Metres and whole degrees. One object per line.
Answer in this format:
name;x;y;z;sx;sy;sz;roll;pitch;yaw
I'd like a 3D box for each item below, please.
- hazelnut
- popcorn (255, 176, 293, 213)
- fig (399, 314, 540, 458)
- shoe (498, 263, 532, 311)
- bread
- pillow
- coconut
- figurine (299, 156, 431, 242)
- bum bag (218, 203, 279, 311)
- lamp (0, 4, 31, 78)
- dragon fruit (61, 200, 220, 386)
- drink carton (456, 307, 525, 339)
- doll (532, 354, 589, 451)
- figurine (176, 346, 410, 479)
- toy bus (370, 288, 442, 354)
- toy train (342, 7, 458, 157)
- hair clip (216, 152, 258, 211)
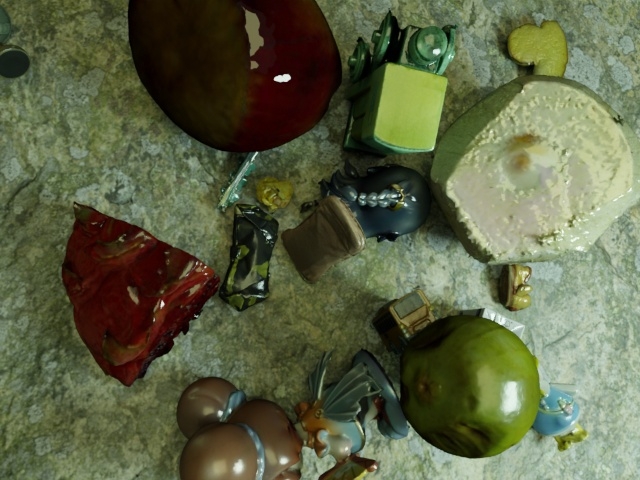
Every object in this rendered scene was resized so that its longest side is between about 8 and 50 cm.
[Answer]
hazelnut;-0.169;-0.373;0.961;0.429;0.402;0.402;45;75;3
popcorn;-0.102;-0.095;1.067;0.084;0.084;0.084;2;79;-10
fig;0.272;0.245;0.837;0.271;0.239;0.239;1;78;-35
shoe;0.456;0.108;1.113;0.069;0.072;0.109;-4;80;-6
bread;0.559;-0.478;1.259;0.150;0.065;0.187;-1;82;0
pillow;0.002;0.002;0.999;0.034;0.211;0.135;-22;80;-47
coconut;0.433;-0.138;1.030;0.405;0.404;0.404;2;79;-10
figurine;0.108;-0.076;1.047;0.265;0.197;0.175;-23;120;-17
bum bag;-0.150;0.037;1.025;0.107;0.060;0.232;10;77;-14
lamp;-0.688;-0.429;0.988;0.121;0.121;0.214;-40;75;-15
dragon fruit;-0.393;0.082;0.890;0.329;0.228;0.286;42;77;-2
drink carton;0.331;0.262;1.029;0.102;0.134;0.222;25;76;-2
doll;0.480;0.341;1.061;0.241;0.135;0.099;52;47;1
figurine;-0.051;0.345;0.896;0.388;0.277;0.248;-23;108;-11
toy bus;0.172;0.170;0.999;0.091;0.182;0.103;-28;77;-14
toy train;0.143;-0.304;1.000;0.160;0.397;0.253;9;98;-10
hair clip;-0.178;-0.139;1.066;0.049;0.049;0.172;29;80;-3
